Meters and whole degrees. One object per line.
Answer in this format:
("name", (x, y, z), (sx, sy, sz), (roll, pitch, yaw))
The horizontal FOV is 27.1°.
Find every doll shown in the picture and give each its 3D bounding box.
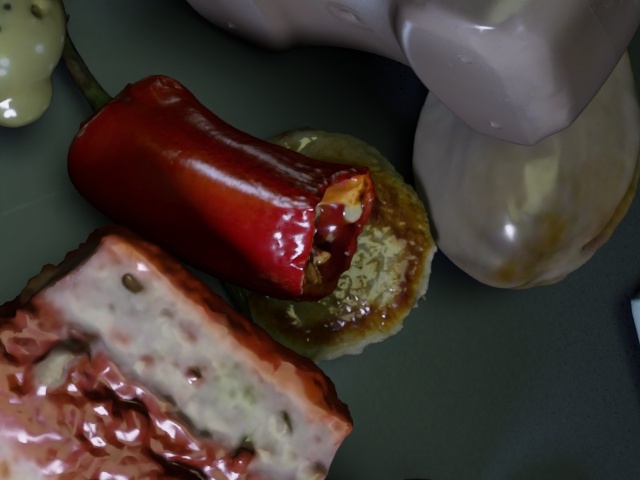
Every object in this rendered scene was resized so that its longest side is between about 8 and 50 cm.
("doll", (-0.280, -0.226, 1.062), (0.177, 0.161, 0.260), (14, 79, -14))

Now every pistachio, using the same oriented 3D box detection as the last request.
("pistachio", (0.185, -0.090, 1.173), (0.197, 0.166, 0.288), (9, 70, 13))

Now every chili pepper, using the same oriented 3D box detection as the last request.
("chili pepper", (-0.130, -0.061, 1.077), (0.338, 0.134, 0.131), (27, 121, 20))

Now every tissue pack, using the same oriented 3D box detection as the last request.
("tissue pack", (0.072, -0.270, 1.047), (0.387, 0.267, 0.277), (23, 83, 24))

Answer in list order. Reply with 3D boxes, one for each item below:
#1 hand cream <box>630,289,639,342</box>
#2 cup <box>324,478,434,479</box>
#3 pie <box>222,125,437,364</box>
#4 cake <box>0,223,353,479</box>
("hand cream", (0.368, 0.185, 1.254), (0.109, 0.067, 0.320), (-20, 97, -16))
("cup", (0.048, 0.264, 1.060), (0.226, 0.264, 0.182), (-17, 81, -26))
("pie", (0.000, 0.000, 1.146), (0.179, 0.084, 0.205), (-23, 77, -10))
("cake", (-0.172, 0.168, 0.999), (0.269, 0.270, 0.319), (41, 75, -8))
